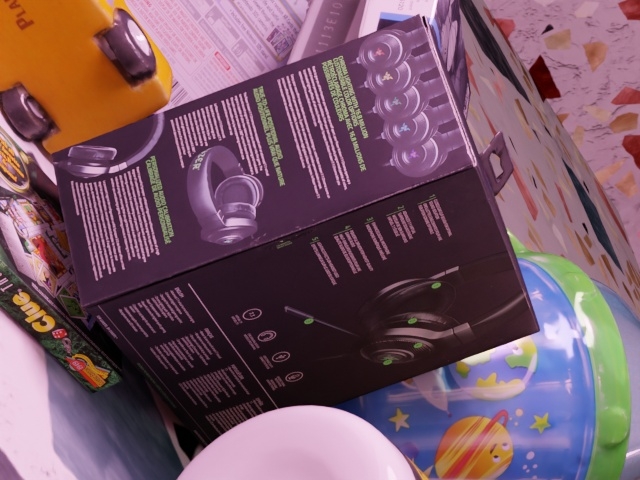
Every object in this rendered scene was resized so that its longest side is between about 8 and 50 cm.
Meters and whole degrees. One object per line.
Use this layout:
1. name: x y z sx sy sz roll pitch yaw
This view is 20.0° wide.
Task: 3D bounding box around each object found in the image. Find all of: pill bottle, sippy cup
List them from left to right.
1. pill bottle: 0.045 0.262 1.201 0.334 0.188 0.188 48 20 -44
2. sippy cup: 0.089 0.128 1.440 0.224 0.240 0.305 -2 35 -27

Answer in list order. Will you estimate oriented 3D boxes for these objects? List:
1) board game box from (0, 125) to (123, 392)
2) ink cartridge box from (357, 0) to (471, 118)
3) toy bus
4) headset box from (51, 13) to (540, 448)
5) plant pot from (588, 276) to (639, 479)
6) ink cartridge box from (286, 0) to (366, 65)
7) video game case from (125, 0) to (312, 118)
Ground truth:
1. board game box: -0.211 -0.025 1.155 0.259 0.030 0.136 51 21 -38
2. ink cartridge box: 0.082 -0.108 1.550 0.332 0.065 0.165 73 26 -66
3. toy bus: -0.234 -0.216 1.257 0.332 0.108 0.130 52 16 -33
4. headset box: 0.000 0.000 1.240 0.246 0.283 0.131 59 13 -57
5. plant pot: 0.237 0.204 1.652 0.271 0.271 0.255 53 -1 -32
6. ink cartridge box: -0.004 -0.040 1.547 0.239 0.060 0.275 76 31 -64
7. video game case: -0.103 -0.242 1.488 0.061 0.244 0.269 34 -12 49
